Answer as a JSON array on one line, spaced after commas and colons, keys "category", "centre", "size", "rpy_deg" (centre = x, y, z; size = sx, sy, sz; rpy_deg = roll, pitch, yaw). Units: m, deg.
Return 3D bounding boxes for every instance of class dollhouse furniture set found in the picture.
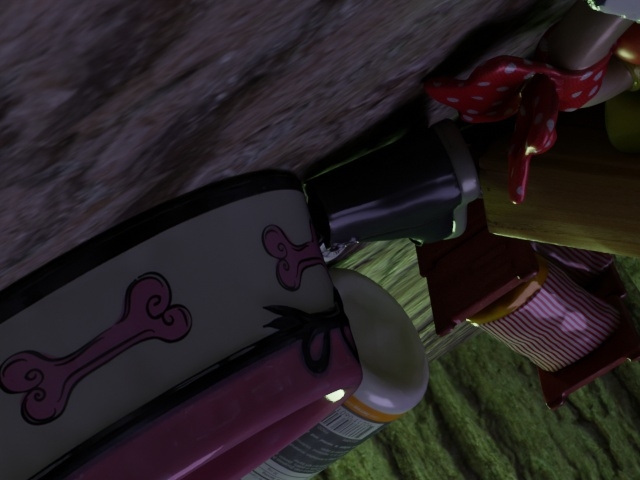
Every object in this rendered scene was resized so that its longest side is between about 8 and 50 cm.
[{"category": "dollhouse furniture set", "centre": [0.287, -0.025, 1.629], "size": [0.374, 0.152, 0.201], "rpy_deg": [-37, 133, 26]}]

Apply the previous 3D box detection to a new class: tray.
[{"category": "tray", "centre": [0.347, -0.050, 1.319], "size": [0.411, 0.076, 0.203], "rpy_deg": [11, -148, 38]}]

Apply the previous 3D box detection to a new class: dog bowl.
[{"category": "dog bowl", "centre": [-0.147, 0.127, 1.213], "size": [0.408, 0.150, 0.408], "rpy_deg": [-32, 171, -6]}]

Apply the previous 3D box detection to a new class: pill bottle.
[{"category": "pill bottle", "centre": [-0.040, 0.161, 1.737], "size": [0.278, 0.162, 0.162], "rpy_deg": [-38, 170, 30]}]

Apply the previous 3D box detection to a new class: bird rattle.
[{"category": "bird rattle", "centre": [0.201, -0.145, 1.216], "size": [0.253, 0.143, 0.207], "rpy_deg": [-6, 142, -44]}]

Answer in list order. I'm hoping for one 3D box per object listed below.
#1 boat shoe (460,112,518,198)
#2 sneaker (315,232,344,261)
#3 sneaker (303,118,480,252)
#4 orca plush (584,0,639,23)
[{"category": "boat shoe", "centre": [0.173, -0.087, 1.484], "size": [0.073, 0.073, 0.207], "rpy_deg": [10, -161, 40]}, {"category": "sneaker", "centre": [0.000, 0.000, 1.423], "size": [0.083, 0.032, 0.037], "rpy_deg": [-26, 169, -40]}, {"category": "sneaker", "centre": [0.045, -0.033, 1.316], "size": [0.118, 0.083, 0.222], "rpy_deg": [-20, 170, -4]}, {"category": "orca plush", "centre": [0.243, -0.158, 1.110], "size": [0.287, 0.102, 0.151], "rpy_deg": [5, 148, -27]}]
